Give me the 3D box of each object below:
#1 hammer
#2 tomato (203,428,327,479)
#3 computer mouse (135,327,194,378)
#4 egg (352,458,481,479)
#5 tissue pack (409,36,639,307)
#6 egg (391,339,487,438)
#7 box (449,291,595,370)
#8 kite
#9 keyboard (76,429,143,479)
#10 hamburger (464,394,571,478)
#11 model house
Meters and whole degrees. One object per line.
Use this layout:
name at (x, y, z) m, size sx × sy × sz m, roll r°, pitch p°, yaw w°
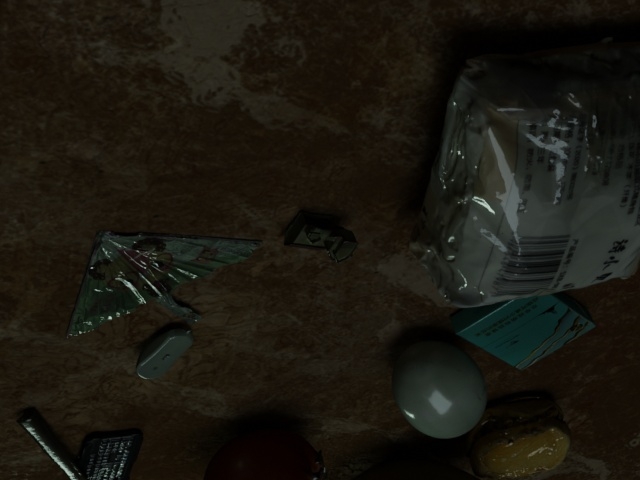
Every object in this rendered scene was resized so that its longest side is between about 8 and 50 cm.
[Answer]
hammer at (-0.426, 0.358, 1.828) m, size 0.125 × 0.027 × 0.297 m, roll -12°, pitch 140°, yaw 7°
tomato at (-0.094, 0.455, 1.941) m, size 0.224 × 0.256 × 0.256 m, roll -3°, pitch 145°, yaw 8°
computer mouse at (-0.233, 0.161, 1.664) m, size 0.110 × 0.032 × 0.056 m, roll -44°, pitch 140°, yaw 16°
egg at (0.198, 0.579, 2.170) m, size 0.373 × 0.301 × 0.301 m, roll 6°, pitch 142°, yaw 0°
tissue pack at (0.315, -0.085, 1.444) m, size 0.389 × 0.195 × 0.376 m, roll -4°, pitch 136°, yaw -19°
egg at (0.197, 0.246, 1.868) m, size 0.151 × 0.151 × 0.209 m, roll -26°, pitch 139°, yaw 10°
box at (0.343, 0.137, 1.881) m, size 0.162 × 0.041 × 0.229 m, roll -35°, pitch 141°, yaw 23°
kite at (-0.234, 0.055, 1.538) m, size 0.322 × 0.013 × 0.268 m, roll -24°, pitch 144°, yaw 8°
keyboard at (-0.377, 0.403, 1.935) m, size 0.106 × 0.016 × 0.262 m, roll -1°, pitch 141°, yaw -23°
hamburger at (0.387, 0.390, 2.182) m, size 0.213 × 0.108 × 0.214 m, roll -13°, pitch 144°, yaw -10°
model house at (0.000, 0.000, 1.532) m, size 0.083 × 0.057 × 0.058 m, roll 7°, pitch 133°, yaw -34°
